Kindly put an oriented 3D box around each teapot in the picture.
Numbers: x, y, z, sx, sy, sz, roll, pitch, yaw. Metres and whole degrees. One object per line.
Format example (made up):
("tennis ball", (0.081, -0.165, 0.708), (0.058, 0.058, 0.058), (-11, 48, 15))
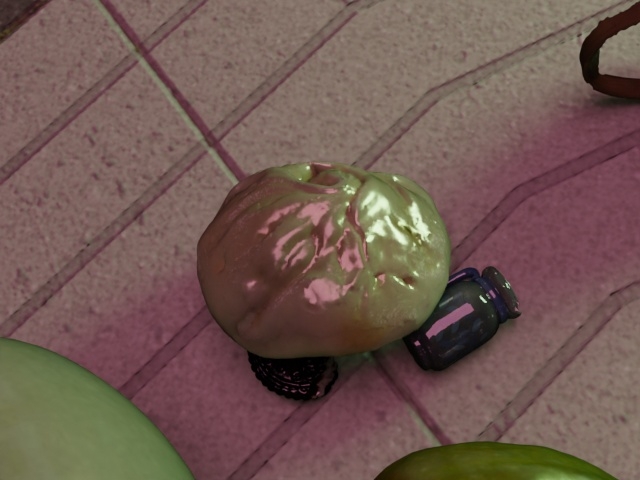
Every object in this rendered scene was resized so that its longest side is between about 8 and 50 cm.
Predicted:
("teapot", (0.098, 0.056, 0.854), (0.083, 0.063, 0.049), (-30, 97, -8))

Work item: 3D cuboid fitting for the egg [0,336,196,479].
("egg", (-0.186, 0.219, 0.688), (0.278, 0.278, 0.336), (-16, 60, 1))

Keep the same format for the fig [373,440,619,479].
("fig", (0.124, 0.202, 0.717), (0.234, 0.167, 0.167), (-10, 65, 12))

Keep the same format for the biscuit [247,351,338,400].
("biscuit", (-0.012, 0.072, 0.867), (0.089, 0.027, 0.087), (-34, 65, -8))

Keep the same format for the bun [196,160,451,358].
("bun", (0.000, 0.000, 0.827), (0.183, 0.102, 0.183), (-5, 37, 4))

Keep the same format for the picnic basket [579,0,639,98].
("picnic basket", (0.280, -0.144, 0.866), (0.179, 0.128, 0.137), (-1, 64, -3))
